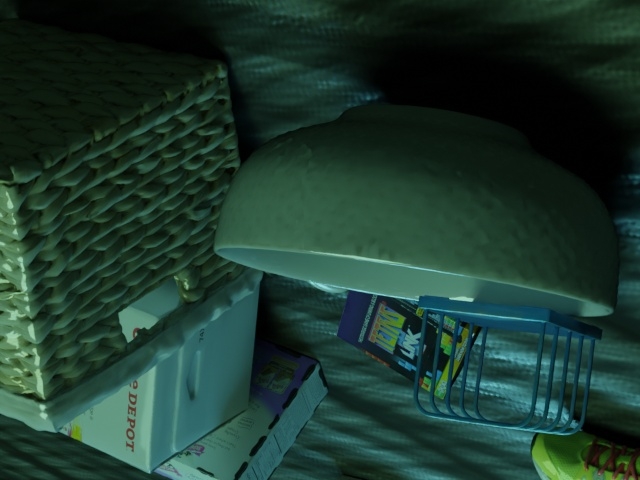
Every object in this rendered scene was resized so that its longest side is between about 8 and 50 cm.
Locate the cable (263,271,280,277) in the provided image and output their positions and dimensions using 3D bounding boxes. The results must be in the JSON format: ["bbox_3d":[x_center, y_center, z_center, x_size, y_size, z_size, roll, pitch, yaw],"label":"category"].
[{"bbox_3d":[-0.089,-0.014,1.673,0.150,0.047,0.184,32,155,-9],"label":"cable"}]

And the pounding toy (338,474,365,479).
[{"bbox_3d":[0.121,0.423,2.047,0.206,0.094,0.181,6,140,43],"label":"pounding toy"}]

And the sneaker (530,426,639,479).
[{"bbox_3d":[0.321,0.241,1.584,0.208,0.081,0.094,24,143,8],"label":"sneaker"}]

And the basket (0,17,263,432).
[{"bbox_3d":[-0.285,-0.035,1.507,0.331,0.328,0.266,15,124,34],"label":"basket"}]

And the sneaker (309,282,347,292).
[{"bbox_3d":[0.000,0.000,1.580,0.061,0.054,0.152,3,137,41],"label":"sneaker"}]

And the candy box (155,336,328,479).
[{"bbox_3d":[-0.113,0.214,1.876,0.165,0.196,0.070,20,148,28],"label":"candy box"}]

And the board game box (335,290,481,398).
[{"bbox_3d":[0.096,0.084,1.608,0.141,0.048,0.170,29,151,9],"label":"board game box"}]

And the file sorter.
[{"bbox_3d":[0.165,0.114,1.354,0.118,0.104,0.170,6,174,26],"label":"file sorter"}]

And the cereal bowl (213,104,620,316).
[{"bbox_3d":[0.086,-0.029,1.280,0.339,0.141,0.339,8,175,1],"label":"cereal bowl"}]

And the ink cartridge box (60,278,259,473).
[{"bbox_3d":[-0.238,0.107,1.778,0.270,0.197,0.198,19,116,28],"label":"ink cartridge box"}]
